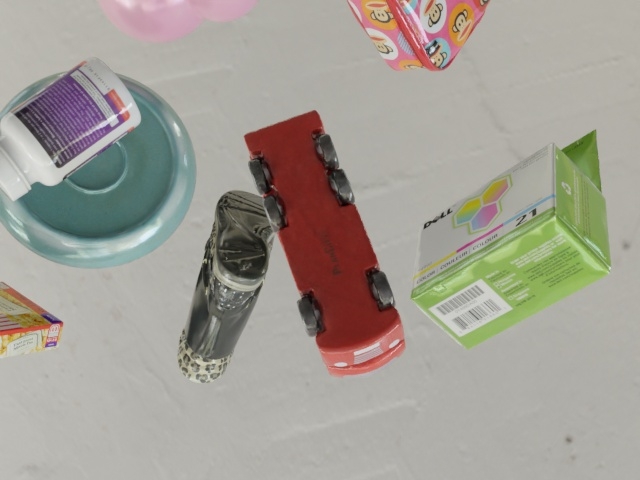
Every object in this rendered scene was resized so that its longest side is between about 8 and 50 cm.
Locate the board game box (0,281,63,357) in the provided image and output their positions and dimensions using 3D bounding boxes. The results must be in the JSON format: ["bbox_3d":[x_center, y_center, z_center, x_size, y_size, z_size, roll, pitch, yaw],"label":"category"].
[{"bbox_3d":[-0.475,0.112,1.432,0.147,0.045,0.193,26,-161,32],"label":"board game box"}]

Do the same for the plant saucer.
[{"bbox_3d":[-0.342,-0.116,1.576,0.318,0.044,0.317,3,-103,-13],"label":"plant saucer"}]

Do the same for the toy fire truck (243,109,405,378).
[{"bbox_3d":[0.000,0.000,0.594,0.047,0.135,0.192,-20,-118,-1],"label":"toy fire truck"}]

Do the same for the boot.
[{"bbox_3d":[-0.120,0.051,1.320,0.085,0.178,0.236,19,-154,-8],"label":"boot"}]

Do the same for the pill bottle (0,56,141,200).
[{"bbox_3d":[-0.334,-0.137,1.329,0.193,0.108,0.108,-39,-115,-16],"label":"pill bottle"}]

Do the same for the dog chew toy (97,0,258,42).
[{"bbox_3d":[-0.176,-0.420,1.605,0.332,0.206,0.206,-8,-122,12],"label":"dog chew toy"}]

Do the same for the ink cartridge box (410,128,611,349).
[{"bbox_3d":[0.206,-0.032,1.147,0.097,0.189,0.255,41,-145,-23],"label":"ink cartridge box"}]

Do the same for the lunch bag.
[{"bbox_3d":[0.153,-0.424,1.557,0.120,0.258,0.293,10,-120,41],"label":"lunch bag"}]
